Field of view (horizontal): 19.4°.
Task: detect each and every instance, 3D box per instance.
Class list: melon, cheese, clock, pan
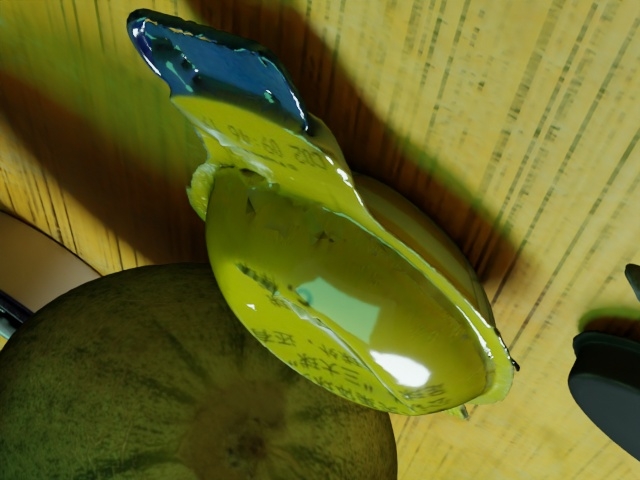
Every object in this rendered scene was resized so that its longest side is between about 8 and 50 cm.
[{"bbox_3d":[-0.080,0.135,1.046,0.248,0.248,0.329,35,162,-2],"label":"melon"},{"bbox_3d":[0.000,0.000,0.813,0.177,0.069,0.270,21,156,37],"label":"cheese"},{"bbox_3d":[-0.210,0.044,1.371,0.229,0.063,0.155,41,162,-18],"label":"clock"},{"bbox_3d":[0.169,0.072,0.754,0.136,0.028,0.235,34,164,2],"label":"pan"}]

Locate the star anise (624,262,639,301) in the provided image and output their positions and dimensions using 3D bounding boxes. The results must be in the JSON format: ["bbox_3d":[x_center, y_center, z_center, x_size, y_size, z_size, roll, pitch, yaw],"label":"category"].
[{"bbox_3d":[0.173,0.043,0.591,0.180,0.061,0.204,31,160,4],"label":"star anise"}]
